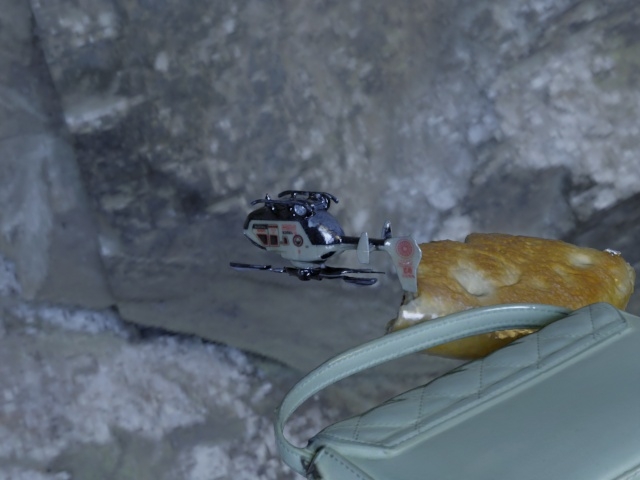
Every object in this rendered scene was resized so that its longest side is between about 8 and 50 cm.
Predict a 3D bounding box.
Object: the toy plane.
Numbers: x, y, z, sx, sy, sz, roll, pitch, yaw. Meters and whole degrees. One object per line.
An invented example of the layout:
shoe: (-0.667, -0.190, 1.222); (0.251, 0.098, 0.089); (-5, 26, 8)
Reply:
toy plane: (0.000, 0.000, 0.616); (0.121, 0.049, 0.031); (4, -167, 32)

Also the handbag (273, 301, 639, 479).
handbag: (0.106, 0.107, 0.665); (0.256, 0.219, 0.079); (-19, 120, -29)

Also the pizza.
pizza: (0.146, 0.042, 0.876); (0.271, 0.134, 0.056); (-17, 132, -47)
